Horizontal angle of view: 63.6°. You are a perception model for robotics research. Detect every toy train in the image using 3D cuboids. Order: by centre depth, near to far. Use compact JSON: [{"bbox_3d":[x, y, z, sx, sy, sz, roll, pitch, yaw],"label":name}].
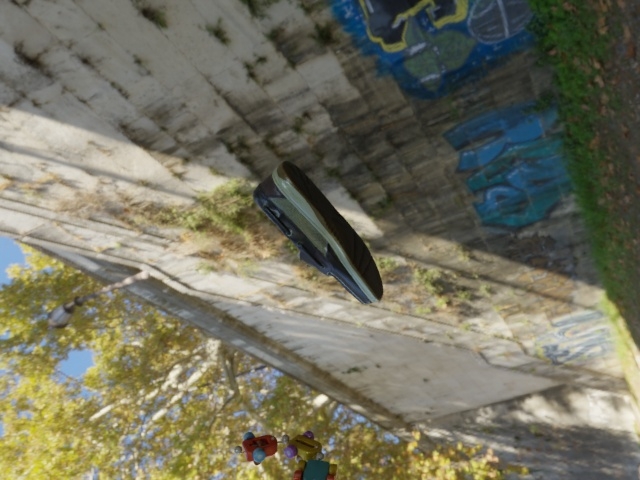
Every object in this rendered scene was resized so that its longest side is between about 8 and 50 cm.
[{"bbox_3d":[-0.048,0.334,0.755,0.125,0.166,0.046,-6,-76,-29],"label":"toy train"}]

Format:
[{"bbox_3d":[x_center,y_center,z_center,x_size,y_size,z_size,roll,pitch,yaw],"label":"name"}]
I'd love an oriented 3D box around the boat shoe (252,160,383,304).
[{"bbox_3d":[0.000,0.000,0.461,0.152,0.049,0.056,53,-156,-13],"label":"boat shoe"}]
